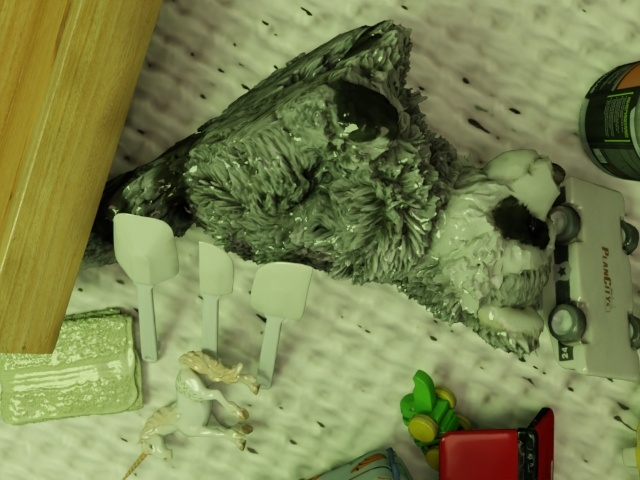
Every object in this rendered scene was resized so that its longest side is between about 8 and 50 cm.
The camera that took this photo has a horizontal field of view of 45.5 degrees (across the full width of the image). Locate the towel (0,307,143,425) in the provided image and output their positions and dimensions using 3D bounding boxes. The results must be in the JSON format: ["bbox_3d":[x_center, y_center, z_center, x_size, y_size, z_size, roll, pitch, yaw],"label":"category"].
[{"bbox_3d":[-0.256,0.129,0.772,0.148,0.027,0.110,-7,96,0],"label":"towel"}]

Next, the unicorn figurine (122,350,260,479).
[{"bbox_3d":[-0.123,0.173,0.761,0.111,0.060,0.162,15,108,6],"label":"unicorn figurine"}]

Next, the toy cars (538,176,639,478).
[{"bbox_3d":[0.298,0.129,0.744,0.176,0.087,0.394,-36,97,-35],"label":"toy cars"}]

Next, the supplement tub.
[{"bbox_3d":[0.311,-0.106,0.666,0.116,0.190,0.117,0,98,-1],"label":"supplement tub"}]

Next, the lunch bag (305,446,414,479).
[{"bbox_3d":[-0.016,0.291,0.666,0.243,0.303,0.115,-26,84,1],"label":"lunch bag"}]

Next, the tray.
[{"bbox_3d":[-0.242,-0.133,0.658,0.076,0.202,0.411,13,99,-47],"label":"tray"}]

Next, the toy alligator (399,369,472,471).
[{"bbox_3d":[0.126,0.212,0.779,0.051,0.056,0.190,-14,112,43],"label":"toy alligator"}]

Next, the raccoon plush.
[{"bbox_3d":[0.000,0.000,0.724,0.446,0.216,0.299,-19,115,32],"label":"raccoon plush"}]

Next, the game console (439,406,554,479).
[{"bbox_3d":[0.180,0.247,0.768,0.085,0.124,0.144,3,99,29],"label":"game console"}]

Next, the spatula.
[{"bbox_3d":[-0.102,0.066,0.691,0.168,0.242,0.019,12,55,-2],"label":"spatula"}]
